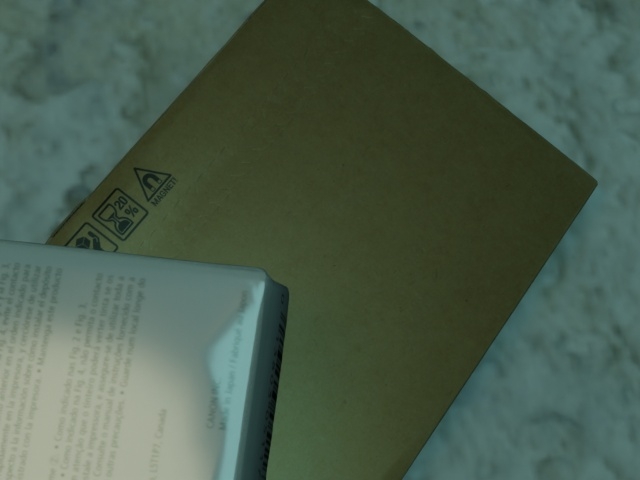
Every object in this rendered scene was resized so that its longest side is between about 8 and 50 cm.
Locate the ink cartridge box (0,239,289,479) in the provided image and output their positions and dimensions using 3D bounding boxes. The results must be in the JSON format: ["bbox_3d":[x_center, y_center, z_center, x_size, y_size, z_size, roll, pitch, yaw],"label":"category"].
[{"bbox_3d":[-0.138,0.090,0.415,0.232,0.066,0.189,6,77,9],"label":"ink cartridge box"}]

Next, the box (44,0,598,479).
[{"bbox_3d":[0.000,0.000,0.502,0.164,0.021,0.201,38,66,0],"label":"box"}]
